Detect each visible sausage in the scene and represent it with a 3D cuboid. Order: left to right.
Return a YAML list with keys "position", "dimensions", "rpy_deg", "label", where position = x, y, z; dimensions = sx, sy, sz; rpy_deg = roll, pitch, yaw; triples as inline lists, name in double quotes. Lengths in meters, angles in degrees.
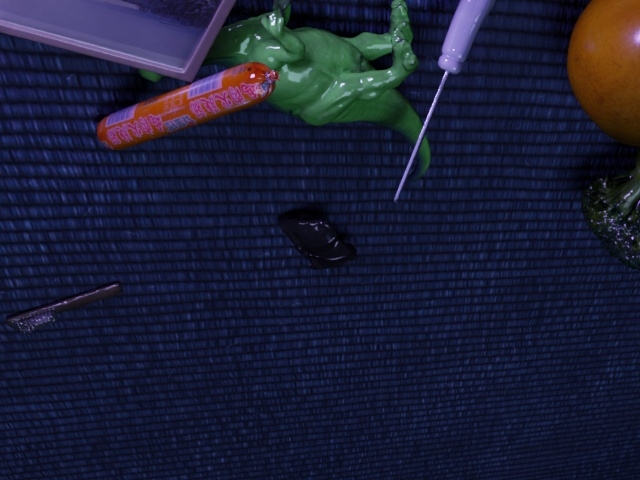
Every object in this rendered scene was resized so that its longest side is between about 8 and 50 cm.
- position: [-0.178, -0.168, 1.732]
  dimensions: [0.348, 0.053, 0.053]
  rpy_deg: [-13, 162, 43]
  label: "sausage"

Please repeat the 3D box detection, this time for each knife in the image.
- position: [0.164, -0.207, 1.850]
  dimensions: [0.080, 0.044, 0.331]
  rpy_deg: [-53, 165, -80]
  label: "knife"

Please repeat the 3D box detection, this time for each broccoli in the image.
- position: [0.593, -0.075, 2.310]
  dimensions: [0.298, 0.297, 0.297]
  rpy_deg: [-16, 129, -9]
  label: "broccoli"

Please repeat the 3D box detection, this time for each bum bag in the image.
- position: [0.000, 0.000, 2.247]
  dimensions: [0.087, 0.049, 0.197]
  rpy_deg: [-4, 156, 19]
  label: "bum bag"

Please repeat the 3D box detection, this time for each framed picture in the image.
- position: [-0.245, -0.291, 1.570]
  dimensions: [0.289, 0.016, 0.213]
  rpy_deg: [13, 138, -23]
  label: "framed picture"

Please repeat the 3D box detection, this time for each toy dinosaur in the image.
- position: [-0.032, -0.171, 1.857]
  dimensions: [0.375, 0.144, 0.500]
  rpy_deg: [-14, 145, -2]
  label: "toy dinosaur"

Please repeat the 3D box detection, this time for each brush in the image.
- position: [-0.409, 0.111, 2.187]
  dimensions: [0.190, 0.027, 0.034]
  rpy_deg: [-18, 152, -7]
  label: "brush"

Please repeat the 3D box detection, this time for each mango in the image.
- position: [0.491, -0.253, 1.979]
  dimensions: [0.264, 0.221, 0.378]
  rpy_deg: [-27, 160, 0]
  label: "mango"
